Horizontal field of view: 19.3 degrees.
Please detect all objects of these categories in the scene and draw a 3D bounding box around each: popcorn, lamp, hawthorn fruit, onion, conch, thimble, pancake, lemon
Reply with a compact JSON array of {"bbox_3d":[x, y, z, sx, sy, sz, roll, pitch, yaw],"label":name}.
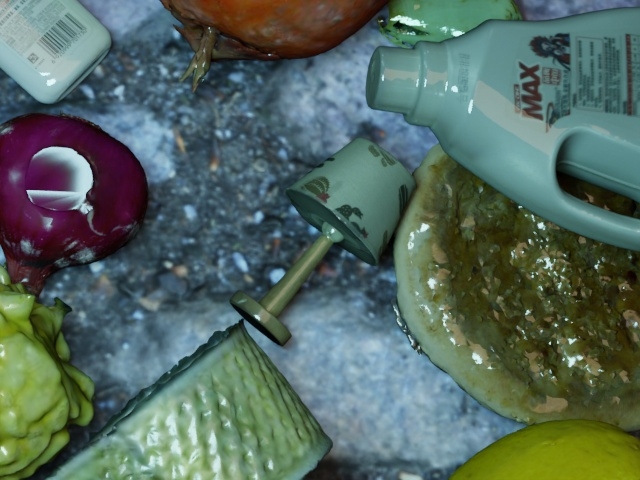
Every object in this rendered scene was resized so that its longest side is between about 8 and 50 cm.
[{"bbox_3d":[-0.320,0.119,1.720,0.225,0.249,0.249,-27,83,-14],"label":"popcorn"},{"bbox_3d":[0.000,0.000,1.892,0.121,0.121,0.214,41,81,-1],"label":"lamp"},{"bbox_3d":[-0.061,-0.287,1.885,0.276,0.276,0.307,35,86,-3],"label":"hawthorn fruit"},{"bbox_3d":[-0.259,-0.029,1.825,0.173,0.135,0.198,17,74,-6],"label":"onion"},{"bbox_3d":[0.148,-0.234,2.011,0.170,0.079,0.106,17,59,-5],"label":"conch"},{"bbox_3d":[-0.130,0.207,1.728,0.271,0.271,0.150,-38,91,-19],"label":"thimble"},{"bbox_3d":[0.251,0.022,1.967,0.382,0.071,0.382,4,72,-14],"label":"pancake"},{"bbox_3d":[0.223,0.293,1.810,0.263,0.236,0.236,-18,79,13],"label":"lemon"}]

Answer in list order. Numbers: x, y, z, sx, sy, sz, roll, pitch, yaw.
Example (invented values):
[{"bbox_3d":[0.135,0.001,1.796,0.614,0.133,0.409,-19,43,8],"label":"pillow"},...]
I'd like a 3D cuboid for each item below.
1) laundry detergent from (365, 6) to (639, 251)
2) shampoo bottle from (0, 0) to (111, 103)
[{"bbox_3d":[0.245,-0.124,1.915,0.398,0.125,0.264,6,73,-13],"label":"laundry detergent"},{"bbox_3d":[-0.321,-0.242,1.909,0.221,0.051,0.108,42,72,0],"label":"shampoo bottle"}]
